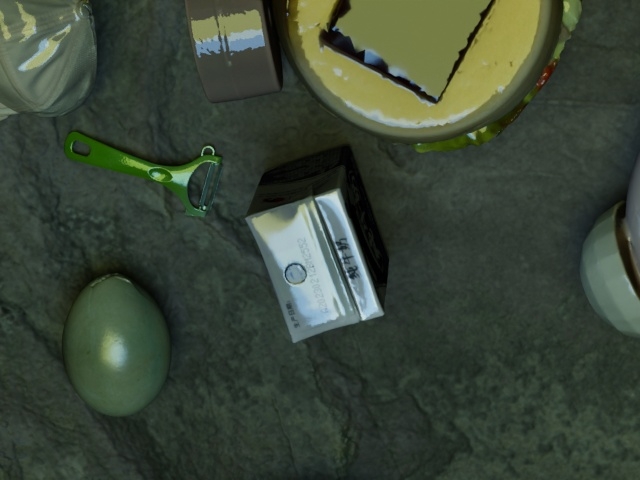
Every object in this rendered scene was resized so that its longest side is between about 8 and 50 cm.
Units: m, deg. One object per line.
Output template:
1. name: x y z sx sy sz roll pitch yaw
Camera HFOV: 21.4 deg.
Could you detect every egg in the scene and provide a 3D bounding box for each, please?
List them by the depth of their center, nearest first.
1. egg: -0.212 0.109 1.761 0.114 0.114 0.152 0 104 4

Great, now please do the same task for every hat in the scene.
1. hat: -0.348 -0.209 1.682 0.226 0.164 0.219 -18 102 -14

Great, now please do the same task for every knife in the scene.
1. knife: -0.187 -0.080 1.761 0.166 0.022 0.078 17 100 -2

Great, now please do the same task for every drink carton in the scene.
1. drink carton: 0.000 -0.001 1.664 0.102 0.222 0.134 -16 103 8

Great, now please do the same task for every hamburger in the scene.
1. hamburger: 0.094 -0.229 1.630 0.302 0.170 0.302 1 100 5

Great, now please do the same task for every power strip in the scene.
1. power strip: -0.086 -0.212 1.657 0.078 0.154 0.154 -9 103 3

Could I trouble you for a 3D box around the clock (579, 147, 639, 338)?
1. clock: 0.438 -0.015 1.617 0.342 0.184 0.326 30 111 32
